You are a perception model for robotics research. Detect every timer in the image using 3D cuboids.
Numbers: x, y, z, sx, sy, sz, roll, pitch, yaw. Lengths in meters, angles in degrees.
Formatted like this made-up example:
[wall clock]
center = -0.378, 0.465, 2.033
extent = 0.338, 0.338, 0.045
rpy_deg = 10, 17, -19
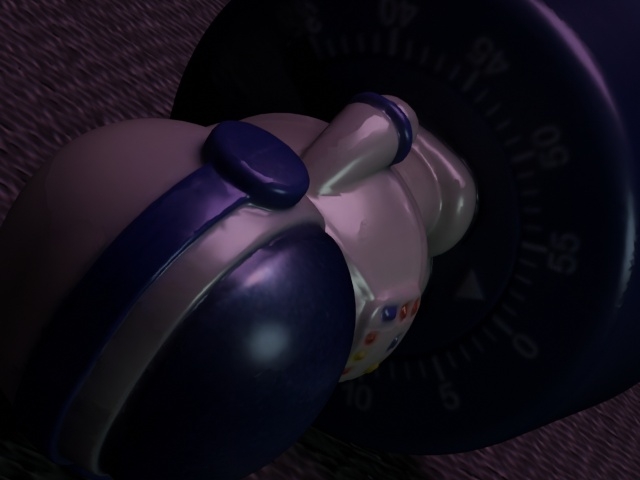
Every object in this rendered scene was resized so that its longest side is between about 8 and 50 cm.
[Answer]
[timer]
center = 0.000, 0.000, 0.814
extent = 0.270, 0.270, 0.383
rpy_deg = 47, 30, 10
